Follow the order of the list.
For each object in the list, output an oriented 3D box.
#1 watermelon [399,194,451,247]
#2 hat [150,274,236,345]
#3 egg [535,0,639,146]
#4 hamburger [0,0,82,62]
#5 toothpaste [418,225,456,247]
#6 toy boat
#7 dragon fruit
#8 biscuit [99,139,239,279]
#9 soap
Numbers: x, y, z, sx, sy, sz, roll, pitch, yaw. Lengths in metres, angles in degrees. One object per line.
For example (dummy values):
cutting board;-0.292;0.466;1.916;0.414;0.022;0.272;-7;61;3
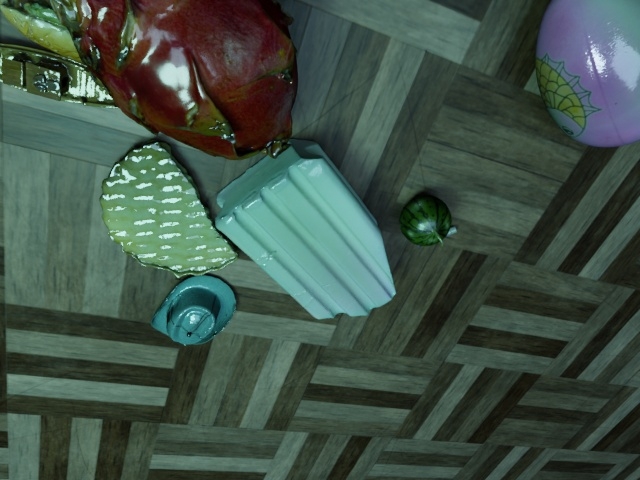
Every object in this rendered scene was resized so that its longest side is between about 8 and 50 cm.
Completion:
watermelon;0.200;-0.037;0.806;0.109;0.109;0.109;-5;123;-8
hat;-0.259;0.160;0.860;0.138;0.078;0.191;33;111;-29
egg;0.439;-0.272;0.653;0.196;0.196;0.271;-28;109;7
hamburger;-0.342;-0.281;0.551;0.176;0.102;0.087;33;123;-27
toothpaste;0.242;-0.009;0.888;0.083;0.015;0.024;-19;116;8
toy boat;-0.383;-0.227;0.593;0.206;0.072;0.064;10;119;-17
dragon fruit;-0.144;-0.224;0.537;0.315;0.250;0.250;38;109;-27
biscuit;-0.283;-0.036;0.756;0.187;0.036;0.273;-21;124;3
soap;0.000;0.000;0.785;0.208;0.115;0.347;-34;122;13
